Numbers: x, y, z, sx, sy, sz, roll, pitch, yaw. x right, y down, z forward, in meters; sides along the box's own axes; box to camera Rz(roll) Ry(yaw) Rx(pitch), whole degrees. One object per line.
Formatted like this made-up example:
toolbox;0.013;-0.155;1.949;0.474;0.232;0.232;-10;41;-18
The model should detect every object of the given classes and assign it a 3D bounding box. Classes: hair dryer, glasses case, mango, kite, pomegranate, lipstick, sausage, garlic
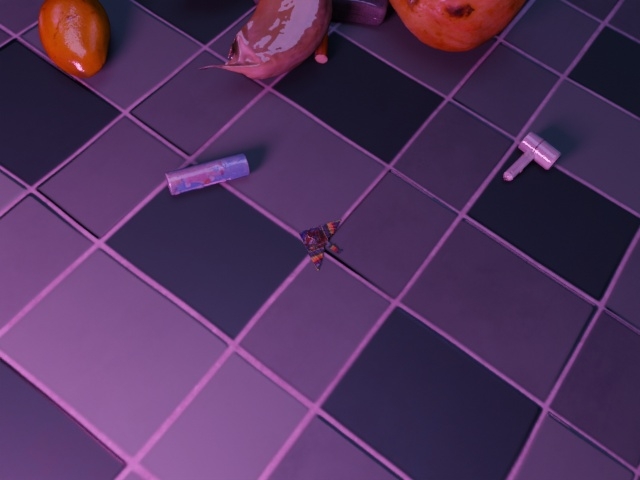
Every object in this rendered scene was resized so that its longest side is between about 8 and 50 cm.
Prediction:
hair dryer;0.438;-0.164;1.385;0.137;0.047;0.082;-41;73;-19
glasses case;0.004;-0.593;1.549;0.323;0.074;0.131;9;61;-2
mango;-0.512;-0.432;1.370;0.144;0.112;0.219;-10;65;-18
kite;0.000;0.000;1.256;0.090;0.004;0.122;26;61;8
pomegranate;0.320;-0.603;1.451;0.342;0.342;0.343;3;61;-6
lipstick;-0.220;-0.130;1.275;0.157;0.048;0.048;-17;64;-16
sausage;0.002;-0.455;1.496;0.031;0.031;0.107;3;61;-6
garlic;-0.101;-0.450;1.410;0.196;0.151;0.339;30;79;-16
